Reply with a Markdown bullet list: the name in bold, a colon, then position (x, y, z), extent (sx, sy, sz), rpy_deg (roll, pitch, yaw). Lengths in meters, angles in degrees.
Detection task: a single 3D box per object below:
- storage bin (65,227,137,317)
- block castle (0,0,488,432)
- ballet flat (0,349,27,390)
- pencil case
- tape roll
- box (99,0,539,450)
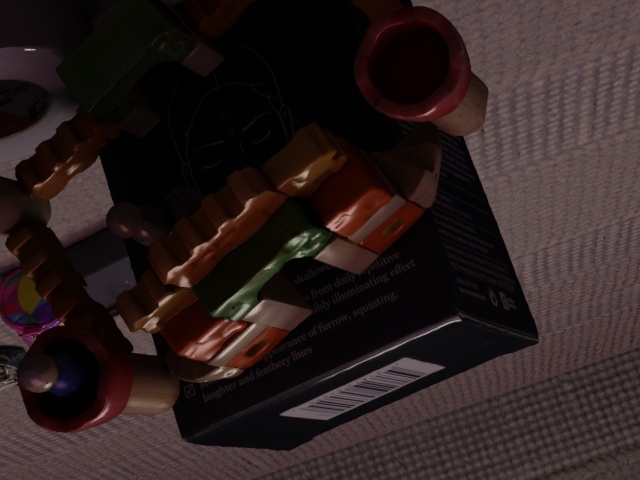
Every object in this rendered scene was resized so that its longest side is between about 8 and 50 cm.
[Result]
- **storage bin**: position (-0.262, 0.038, 1.803), extent (0.135, 0.098, 0.091), rpy_deg (-26, 149, 21)
- **block castle**: position (-0.112, -0.079, 1.150), extent (0.453, 0.303, 0.213), rpy_deg (-42, 161, 11)
- **ballet flat**: position (-0.490, 0.187, 2.029), extent (0.188, 0.070, 0.070), rpy_deg (4, 151, -46)
- **pencil case**: position (-0.361, 0.110, 1.887), extent (0.104, 0.104, 0.236), rpy_deg (-18, 161, -2)
- **tape roll**: position (-0.308, -0.146, 1.289), extent (0.219, 0.072, 0.219), rpy_deg (-16, 159, -6)
- **box**: position (-0.017, -0.036, 1.354), extent (0.293, 0.396, 0.212), rpy_deg (-26, 160, 21)
